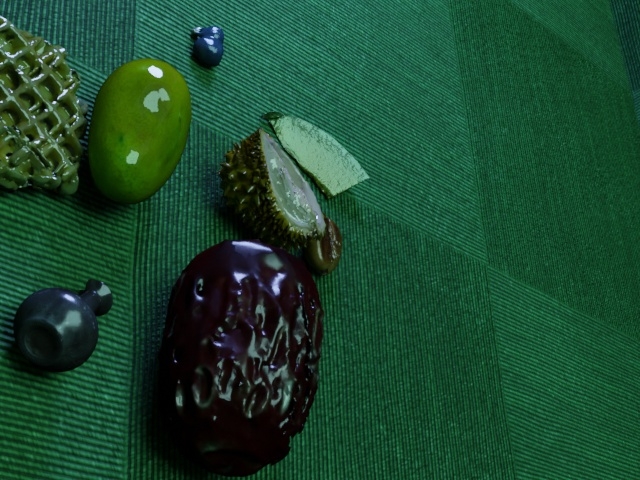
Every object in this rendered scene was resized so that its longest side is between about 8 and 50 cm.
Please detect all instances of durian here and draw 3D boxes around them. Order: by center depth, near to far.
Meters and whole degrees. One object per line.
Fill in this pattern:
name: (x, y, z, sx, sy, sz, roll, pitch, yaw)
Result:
durian: (-0.089, -0.078, 1.978, 0.249, 0.138, 0.183, 50, 4, -21)

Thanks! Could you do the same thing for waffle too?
waffle: (-0.479, -0.213, 1.645, 0.317, 0.073, 0.297, 16, 57, -44)

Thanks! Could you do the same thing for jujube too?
jujube: (-0.120, 0.166, 1.705, 0.258, 0.258, 0.376, 36, 38, -30)

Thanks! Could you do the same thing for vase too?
vase: (-0.355, 0.109, 1.565, 0.120, 0.120, 0.183, 56, 22, -8)

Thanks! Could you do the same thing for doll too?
doll: (-0.212, -0.369, 2.085, 0.076, 0.050, 0.083, 30, 49, -30)

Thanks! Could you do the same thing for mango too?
mango: (-0.292, -0.167, 1.762, 0.185, 0.149, 0.273, 89, 10, -58)

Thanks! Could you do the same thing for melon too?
melon: (-0.022, -0.172, 2.204, 0.262, 0.053, 0.114, 39, 60, -22)

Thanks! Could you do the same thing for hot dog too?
hot dog: (-0.001, 0.000, 2.095, 0.090, 0.060, 0.140, 22, 59, -46)
